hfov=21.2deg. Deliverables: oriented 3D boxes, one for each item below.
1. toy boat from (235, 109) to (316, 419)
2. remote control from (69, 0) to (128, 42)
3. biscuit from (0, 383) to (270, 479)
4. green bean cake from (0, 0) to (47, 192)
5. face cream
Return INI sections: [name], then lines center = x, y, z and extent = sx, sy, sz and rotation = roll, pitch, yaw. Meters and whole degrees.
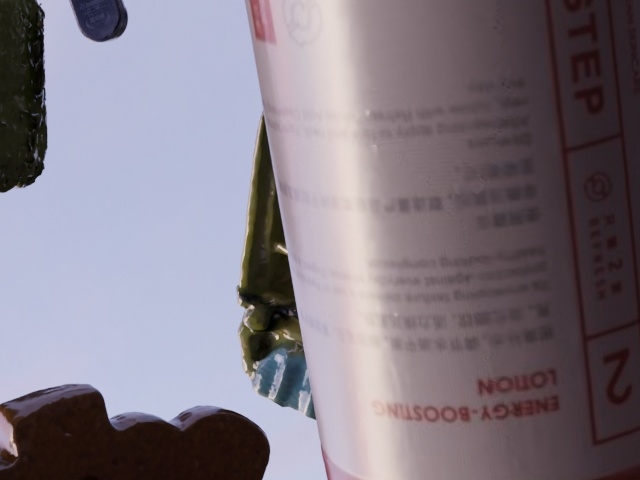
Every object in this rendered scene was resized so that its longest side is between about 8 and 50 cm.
[toy boat]
center = 0.003, -0.002, 1.241
extent = 0.084, 0.111, 0.276
rotation = -38, -35, -44
[remote control]
center = -0.181, -0.221, 1.276
extent = 0.043, 0.152, 0.027
rotation = -17, 3, 28
[biscuit]
center = -0.144, 0.239, 1.058
extent = 0.278, 0.301, 0.043
rotation = -11, 4, -29
[green bean cake]
center = -0.346, -0.143, 1.585
extent = 0.113, 0.214, 0.200
rotation = 1, 7, 28
[face cream]
center = 0.043, 0.019, 0.406
extent = 0.096, 0.096, 0.214
rotation = -23, -69, -39
